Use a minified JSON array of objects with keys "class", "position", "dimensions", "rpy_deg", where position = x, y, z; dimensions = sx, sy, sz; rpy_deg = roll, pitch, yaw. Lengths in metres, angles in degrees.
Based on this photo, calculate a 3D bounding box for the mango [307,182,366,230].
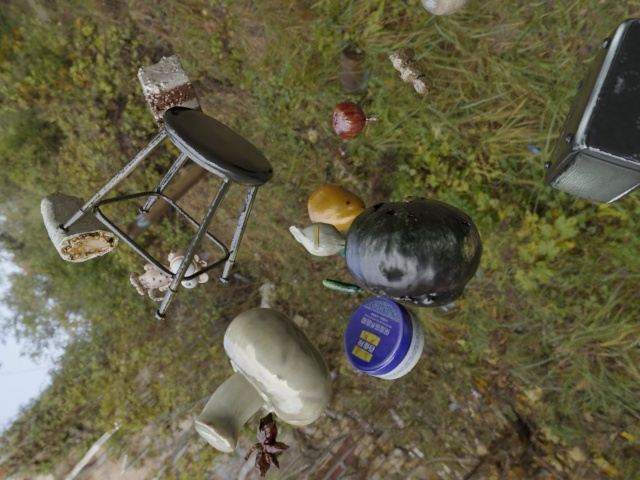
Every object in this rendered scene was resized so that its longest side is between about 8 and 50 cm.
[{"class":"mango","position":[0.063,-0.129,2.146],"dimensions":[0.291,0.190,0.160],"rpy_deg":[12,154,43]}]

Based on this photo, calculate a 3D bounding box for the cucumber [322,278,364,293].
[{"class":"cucumber","position":[0.079,0.159,1.756],"dimensions":[0.155,0.037,0.037],"rpy_deg":[11,152,13]}]

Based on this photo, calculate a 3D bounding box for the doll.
[{"class":"doll","position":[-0.526,0.119,1.805],"dimensions":[0.154,0.278,0.119],"rpy_deg":[57,-164,-32]}]

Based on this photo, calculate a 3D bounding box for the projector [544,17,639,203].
[{"class":"projector","position":[0.822,-0.338,1.435],"dimensions":[0.242,0.394,0.405],"rpy_deg":[20,177,14]}]

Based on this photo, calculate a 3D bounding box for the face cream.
[{"class":"face cream","position":[0.173,0.263,1.373],"dimensions":[0.111,0.205,0.206],"rpy_deg":[30,175,-36]}]

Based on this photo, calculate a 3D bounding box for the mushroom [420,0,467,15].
[{"class":"mushroom","position":[0.356,-0.862,1.617],"dimensions":[0.297,0.290,0.297],"rpy_deg":[174,90,-90]}]

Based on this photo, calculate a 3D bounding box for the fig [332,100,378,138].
[{"class":"fig","position":[0.109,-0.431,1.787],"dimensions":[0.128,0.150,0.128],"rpy_deg":[53,-178,-2]}]

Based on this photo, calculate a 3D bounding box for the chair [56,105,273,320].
[{"class":"chair","position":[-0.358,-0.105,1.356],"dimensions":[0.365,0.410,0.362],"rpy_deg":[39,-160,6]}]

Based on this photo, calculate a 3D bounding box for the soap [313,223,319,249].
[{"class":"soap","position":[-0.014,-0.011,1.717],"dimensions":[0.012,0.089,0.034],"rpy_deg":[7,163,-26]}]

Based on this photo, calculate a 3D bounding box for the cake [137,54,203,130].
[{"class":"cake","position":[-0.407,-0.400,1.388],"dimensions":[0.147,0.135,0.134],"rpy_deg":[84,160,-55]}]

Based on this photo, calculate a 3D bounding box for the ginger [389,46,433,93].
[{"class":"ginger","position":[0.358,-0.655,1.981],"dimensions":[0.204,0.104,0.080],"rpy_deg":[57,177,1]}]

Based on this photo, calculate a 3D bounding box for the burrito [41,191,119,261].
[{"class":"burrito","position":[-0.688,-0.038,1.437],"dimensions":[0.299,0.143,0.105],"rpy_deg":[35,148,40]}]

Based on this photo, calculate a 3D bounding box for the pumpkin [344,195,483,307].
[{"class":"pumpkin","position":[0.301,0.026,1.686],"dimensions":[0.455,0.455,0.343],"rpy_deg":[22,113,53]}]

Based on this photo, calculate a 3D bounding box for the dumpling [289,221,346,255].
[{"class":"dumpling","position":[0.004,0.001,1.850],"dimensions":[0.166,0.216,0.125],"rpy_deg":[126,133,-75]}]

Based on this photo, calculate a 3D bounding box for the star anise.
[{"class":"star anise","position":[-0.194,0.737,1.869],"dimensions":[0.111,0.212,0.196],"rpy_deg":[28,131,-27]}]

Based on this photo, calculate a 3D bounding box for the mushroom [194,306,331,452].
[{"class":"mushroom","position":[-0.113,0.315,1.227],"dimensions":[0.315,0.315,0.356],"rpy_deg":[48,-161,-4]}]
